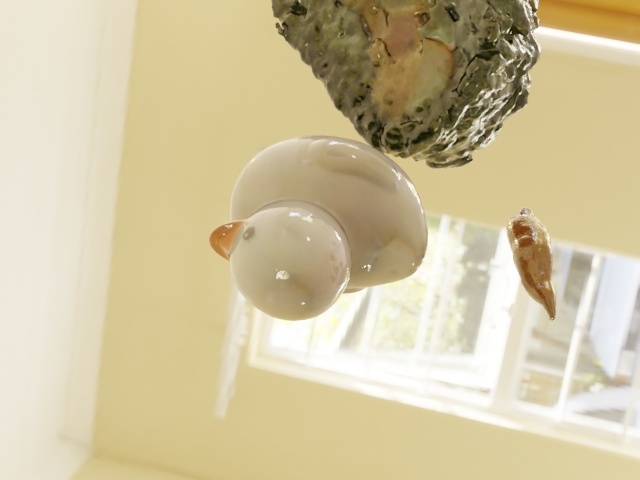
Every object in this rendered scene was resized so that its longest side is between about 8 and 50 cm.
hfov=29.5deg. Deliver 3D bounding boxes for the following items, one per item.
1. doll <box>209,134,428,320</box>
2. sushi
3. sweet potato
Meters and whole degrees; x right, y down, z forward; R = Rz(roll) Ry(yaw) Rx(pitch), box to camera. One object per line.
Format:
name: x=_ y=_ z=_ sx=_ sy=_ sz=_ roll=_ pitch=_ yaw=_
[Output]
doll: x=0.000 y=0.000 z=1.358 sx=0.221 sy=0.251 sz=0.221 roll=-171 pitch=90 yaw=-77
sushi: x=0.125 y=-0.288 z=1.553 sx=0.294 sy=0.352 sz=0.178 roll=-45 pitch=-23 yaw=28
sweet potato: x=0.261 y=0.028 z=1.483 sx=0.056 sy=0.057 sz=0.194 roll=92 pitch=175 yaw=-46
